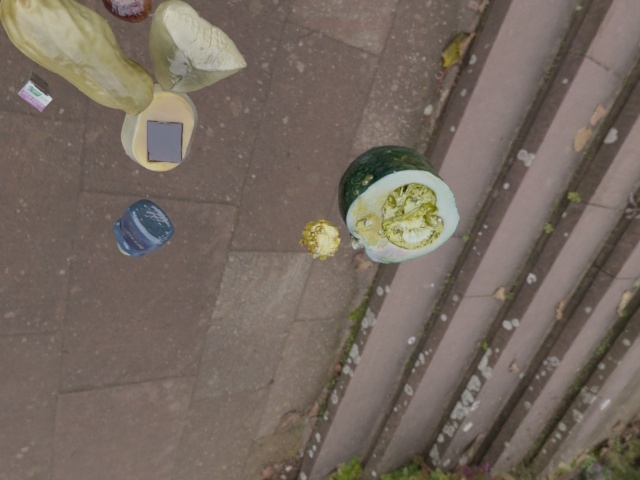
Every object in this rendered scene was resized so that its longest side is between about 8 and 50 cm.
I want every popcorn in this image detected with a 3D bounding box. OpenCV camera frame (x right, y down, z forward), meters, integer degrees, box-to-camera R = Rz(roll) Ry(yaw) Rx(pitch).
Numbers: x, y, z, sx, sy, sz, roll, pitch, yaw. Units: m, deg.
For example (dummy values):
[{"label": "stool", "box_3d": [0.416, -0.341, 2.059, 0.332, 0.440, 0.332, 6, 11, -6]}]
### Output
[{"label": "popcorn", "box_3d": [0.000, 0.000, 0.861, 0.082, 0.057, 0.083, 25, 82, -31]}]

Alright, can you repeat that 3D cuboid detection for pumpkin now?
[{"label": "pumpkin", "box_3d": [0.169, -0.102, 1.065, 0.263, 0.197, 0.293, -28, 132, 7]}]

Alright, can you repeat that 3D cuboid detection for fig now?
[{"label": "fig", "box_3d": [-0.604, -0.751, 1.376, 0.134, 0.201, 0.146, -45, 100, 1]}]

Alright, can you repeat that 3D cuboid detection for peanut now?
[{"label": "peanut", "box_3d": [-0.454, -0.369, 0.854, 0.148, 0.147, 0.319, -51, 152, 3]}]

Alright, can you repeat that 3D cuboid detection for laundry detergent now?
[{"label": "laundry detergent", "box_3d": [-0.554, -0.018, 1.304, 0.143, 0.289, 0.094, 50, 49, -15]}]

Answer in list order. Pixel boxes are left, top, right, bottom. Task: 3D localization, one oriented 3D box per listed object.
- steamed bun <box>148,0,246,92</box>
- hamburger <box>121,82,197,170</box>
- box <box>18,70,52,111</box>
[{"label": "steamed bun", "box_3d": [-0.322, -0.445, 1.025, 0.231, 0.111, 0.212, -19, 145, 11]}, {"label": "hamburger", "box_3d": [-0.541, -0.379, 1.459, 0.226, 0.151, 0.296, 13, 107, -33]}, {"label": "box", "box_3d": [-0.615, -0.326, 0.932, 0.041, 0.207, 0.050, -49, 130, -2]}]
